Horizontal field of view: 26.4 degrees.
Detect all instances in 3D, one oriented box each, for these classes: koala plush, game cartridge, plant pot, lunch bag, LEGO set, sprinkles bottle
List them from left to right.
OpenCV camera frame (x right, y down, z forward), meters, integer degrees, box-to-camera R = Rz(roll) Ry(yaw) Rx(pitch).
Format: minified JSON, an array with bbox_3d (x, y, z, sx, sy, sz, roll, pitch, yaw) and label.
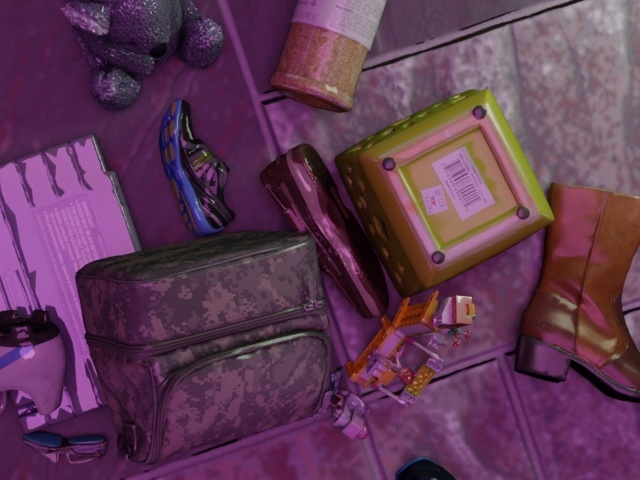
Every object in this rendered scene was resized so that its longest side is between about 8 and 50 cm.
[{"bbox_3d":[-0.346,0.056,1.841,0.230,0.068,0.355,-19,91,-9],"label":"game cartridge"},{"bbox_3d":[-0.247,-0.299,1.768,0.196,0.221,0.203,-28,92,-4],"label":"koala plush"},{"bbox_3d":[-0.136,0.134,1.753,0.305,0.212,0.256,-13,101,-32],"label":"lunch bag"},{"bbox_3d":[0.040,-0.356,1.843,0.121,0.121,0.356,18,88,-5],"label":"sprinkles bottle"},{"bbox_3d":[0.135,0.155,1.823,0.107,0.132,0.287,34,125,-16],"label":"LEGO set"},{"bbox_3d":[0.169,-0.067,1.811,0.227,0.207,0.228,-27,91,-4],"label":"plant pot"}]

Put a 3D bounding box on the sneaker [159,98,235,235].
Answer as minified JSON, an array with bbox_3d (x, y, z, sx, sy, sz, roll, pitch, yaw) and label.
[{"bbox_3d":[-0.167,-0.101,1.860,0.078,0.067,0.188,-18,89,-26],"label":"sneaker"}]

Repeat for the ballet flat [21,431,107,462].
[{"bbox_3d":[-0.347,0.283,1.849,0.114,0.041,0.041,3,89,-4],"label":"ballet flat"}]

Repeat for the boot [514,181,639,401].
[{"bbox_3d":[0.418,0.077,1.908,0.264,0.096,0.281,15,81,3],"label":"boot"}]

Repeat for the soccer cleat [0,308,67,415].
[{"bbox_3d":[-0.481,0.165,1.765,0.331,0.116,0.143,1,105,20],"label":"soccer cleat"}]

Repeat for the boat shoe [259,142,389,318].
[{"bbox_3d":[0.002,-0.002,1.865,0.095,0.095,0.258,-26,94,20],"label":"boat shoe"}]

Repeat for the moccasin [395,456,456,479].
[{"bbox_3d":[0.203,0.459,1.854,0.137,0.117,0.342,-38,93,-4],"label":"moccasin"}]
